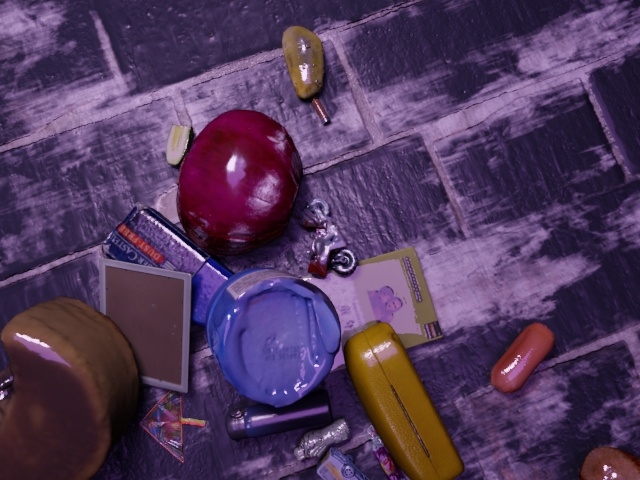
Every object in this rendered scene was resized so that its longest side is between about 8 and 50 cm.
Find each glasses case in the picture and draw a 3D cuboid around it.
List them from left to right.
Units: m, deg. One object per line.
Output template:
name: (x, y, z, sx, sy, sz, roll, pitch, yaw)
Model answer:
glasses case: (0.168, 0.362, 0.934, 0.141, 0.173, 0.371, -27, 97, 0)

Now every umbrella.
umbrella: (0.004, 0.467, 0.985, 0.143, 0.067, 0.062, -26, 114, -10)

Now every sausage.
sausage: (0.482, 0.282, 1.008, 0.077, 0.077, 0.194, 41, 85, 4)

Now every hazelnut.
hazelnut: (0.671, 0.550, 0.958, 0.154, 0.143, 0.143, -42, 86, 3)

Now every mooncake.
mooncake: (-0.598, 0.331, 0.884, 0.393, 0.246, 0.394, -11, 99, 2)

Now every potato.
potato: (-0.041, -0.457, 1.080, 0.105, 0.085, 0.188, -6, 88, 1)

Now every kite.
kite: (-0.354, 0.435, 1.009, 0.159, 0.010, 0.190, -5, 84, -2)

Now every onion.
onion: (-0.176, -0.129, 0.949, 0.281, 0.260, 0.337, 31, 78, -3)

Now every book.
book: (0.098, 0.173, 1.034, 0.351, 0.035, 0.239, -16, 83, -2)

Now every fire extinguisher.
fire extinguisher: (0.000, -0.342, 1.099, 0.028, 0.022, 0.083, -23, 82, -42)

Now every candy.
candy: (0.156, 0.520, 0.990, 0.045, 0.043, 0.175, -27, 84, -14)

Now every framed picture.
framed picture: (-0.402, 0.195, 0.971, 0.232, 0.019, 0.297, 10, 104, 10)

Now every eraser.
eraser: (-0.348, 0.063, 1.005, 0.332, 0.101, 0.155, 38, 85, 4)

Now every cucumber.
cucumber: (-0.358, -0.239, 1.074, 0.067, 0.035, 0.108, 11, 84, 19)

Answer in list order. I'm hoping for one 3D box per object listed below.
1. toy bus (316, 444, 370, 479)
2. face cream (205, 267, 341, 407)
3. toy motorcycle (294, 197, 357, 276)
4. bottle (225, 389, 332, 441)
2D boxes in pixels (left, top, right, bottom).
toy bus: (0.077, 0.567, 0.974, 0.075, 0.064, 0.190, -45, 86, 0)
face cream: (-0.105, 0.184, 0.871, 0.248, 0.225, 0.249, 0, 89, -19)
toy motorcycle: (0.000, 0.000, 1.033, 0.122, 0.082, 0.213, -24, 72, -8)
bottle: (-0.096, 0.408, 0.983, 0.244, 0.072, 0.082, -12, 113, -2)
